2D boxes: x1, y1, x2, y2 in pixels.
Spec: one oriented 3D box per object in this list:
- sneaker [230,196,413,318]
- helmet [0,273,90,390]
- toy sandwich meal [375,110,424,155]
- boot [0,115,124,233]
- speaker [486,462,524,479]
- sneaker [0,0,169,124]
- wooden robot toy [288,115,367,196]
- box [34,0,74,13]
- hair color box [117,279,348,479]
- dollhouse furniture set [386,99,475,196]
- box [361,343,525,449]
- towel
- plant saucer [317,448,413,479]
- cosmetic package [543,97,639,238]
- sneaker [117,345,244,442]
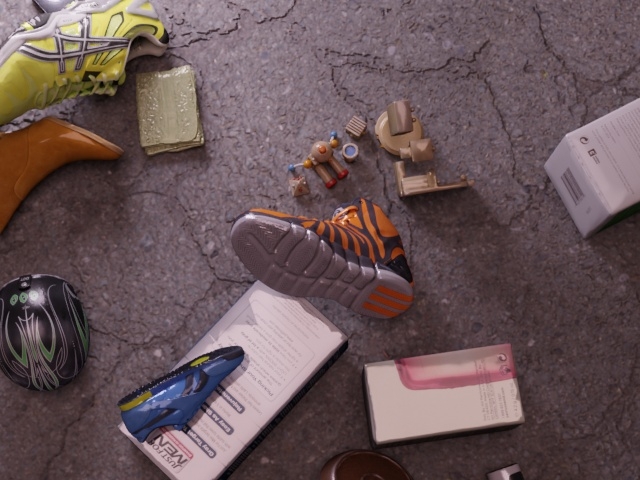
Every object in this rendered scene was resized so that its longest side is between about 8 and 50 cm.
[{"bbox_3d":[0.000,0.000,1.884,0.321,0.124,0.180,26,37,-25],"label":"sneaker"},{"bbox_3d":[-0.441,0.153,1.874,0.169,0.169,0.161,-12,61,-3],"label":"helmet"},{"bbox_3d":[0.133,-0.180,2.010,0.086,0.029,0.085,1,80,-3],"label":"toy sandwich meal"},{"bbox_3d":[-0.488,-0.104,1.962,0.295,0.104,0.211,17,83,8],"label":"boot"},{"bbox_3d":[0.309,0.422,1.865,0.055,0.055,0.136,-18,78,-4],"label":"speaker"},{"bbox_3d":[-0.401,-0.292,1.929,0.147,0.145,0.385,44,61,4],"label":"sneaker"},{"bbox_3d":[0.015,-0.140,1.974,0.173,0.079,0.076,-39,81,-8],"label":"wooden robot toy"},{"bbox_3d":[-0.452,-0.426,2.065,0.083,0.018,0.067,-40,81,-8],"label":"box"},{"bbox_3d":[-0.133,0.230,1.877,0.174,0.105,0.347,42,81,10],"label":"hair color box"},{"bbox_3d":[0.183,-0.154,1.927,0.123,0.144,0.151,-9,93,-2],"label":"dollhouse furniture set"},{"bbox_3d":[0.186,0.245,1.855,0.232,0.148,0.126,-7,77,-2],"label":"box"},{"bbox_3d":[-0.258,-0.221,2.017,0.110,0.027,0.148,-9,79,-1],"label":"towel"},{"bbox_3d":[0.079,0.384,1.834,0.168,0.029,0.168,12,39,-10],"label":"plant saucer"},{"bbox_3d":[0.568,-0.164,1.924,0.366,0.197,0.155,-26,79,-4],"label":"cosmetic package"},{"bbox_3d":[-0.200,0.232,1.797,0.209,0.069,0.082,-29,97,-8],"label":"sneaker"}]
